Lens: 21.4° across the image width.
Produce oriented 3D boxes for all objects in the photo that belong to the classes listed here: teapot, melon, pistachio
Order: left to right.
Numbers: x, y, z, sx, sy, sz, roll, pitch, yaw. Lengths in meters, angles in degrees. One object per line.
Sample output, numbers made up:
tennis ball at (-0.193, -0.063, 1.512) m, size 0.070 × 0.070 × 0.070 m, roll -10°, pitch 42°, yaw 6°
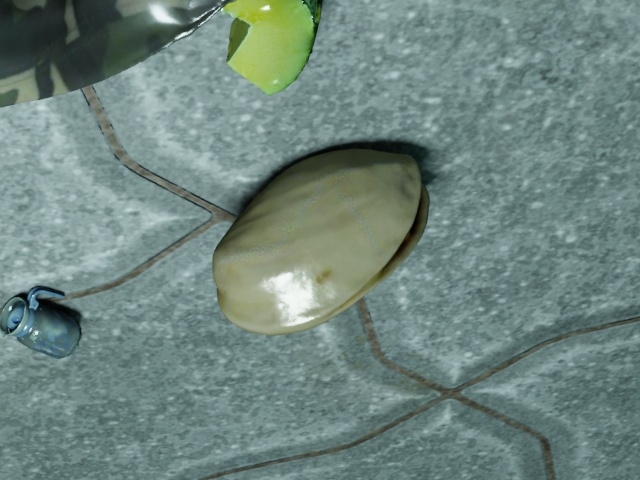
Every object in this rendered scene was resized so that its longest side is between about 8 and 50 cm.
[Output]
teapot at (-0.288, 0.089, 1.784) m, size 0.063 × 0.049 × 0.083 m, roll -32°, pitch 139°, yaw 31°
melon at (-0.061, -0.205, 1.398) m, size 0.118 × 0.064 × 0.209 m, roll -23°, pitch 141°, yaw 29°
pistachio at (0.000, 0.000, 1.646) m, size 0.238 × 0.153 × 0.138 m, roll -39°, pitch 154°, yaw -3°

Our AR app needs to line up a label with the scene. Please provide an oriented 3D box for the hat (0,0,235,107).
hat at (-0.210, -0.293, 1.170) m, size 0.366 × 0.257 × 0.382 m, roll -31°, pitch 100°, yaw 37°
